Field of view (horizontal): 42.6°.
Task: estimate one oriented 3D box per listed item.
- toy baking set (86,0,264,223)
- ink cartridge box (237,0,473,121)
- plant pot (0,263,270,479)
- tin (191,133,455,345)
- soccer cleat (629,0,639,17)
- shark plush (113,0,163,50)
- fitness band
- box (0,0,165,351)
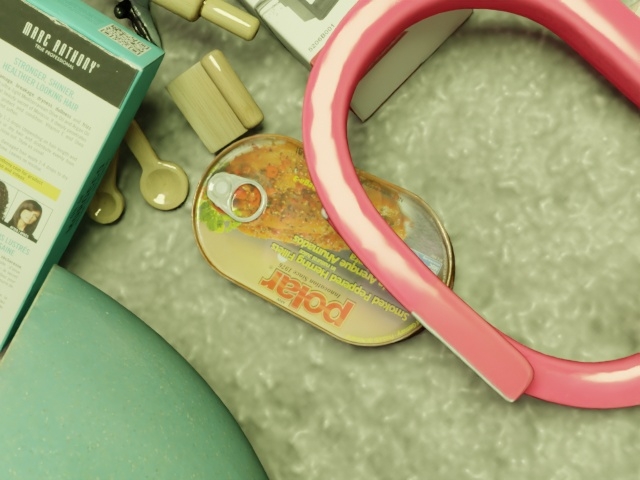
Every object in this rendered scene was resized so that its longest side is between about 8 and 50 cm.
[{"bbox_3d":[-0.169,-0.120,0.572,0.256,0.030,0.197,31,108,-5],"label":"toy baking set"},{"bbox_3d":[0.011,-0.175,0.563,0.109,0.063,0.150,-46,71,7],"label":"ink cartridge box"},{"bbox_3d":[-0.131,0.186,0.462,0.195,0.290,0.290,29,91,-15],"label":"plant pot"},{"bbox_3d":[0.000,0.000,0.552,0.190,0.040,0.106,27,86,20],"label":"tin"},{"bbox_3d":[0.267,-0.210,0.485,0.095,0.083,0.248,25,83,-9],"label":"soccer cleat"},{"bbox_3d":[-0.144,-0.226,0.633,0.067,0.073,0.161,-11,70,-14],"label":"shark plush"},{"bbox_3d":[0.124,-0.034,0.476,0.291,0.054,0.209,45,92,5],"label":"fitness band"},{"bbox_3d":[-0.208,-0.046,0.560,0.100,0.060,0.244,31,112,-7],"label":"box"}]
